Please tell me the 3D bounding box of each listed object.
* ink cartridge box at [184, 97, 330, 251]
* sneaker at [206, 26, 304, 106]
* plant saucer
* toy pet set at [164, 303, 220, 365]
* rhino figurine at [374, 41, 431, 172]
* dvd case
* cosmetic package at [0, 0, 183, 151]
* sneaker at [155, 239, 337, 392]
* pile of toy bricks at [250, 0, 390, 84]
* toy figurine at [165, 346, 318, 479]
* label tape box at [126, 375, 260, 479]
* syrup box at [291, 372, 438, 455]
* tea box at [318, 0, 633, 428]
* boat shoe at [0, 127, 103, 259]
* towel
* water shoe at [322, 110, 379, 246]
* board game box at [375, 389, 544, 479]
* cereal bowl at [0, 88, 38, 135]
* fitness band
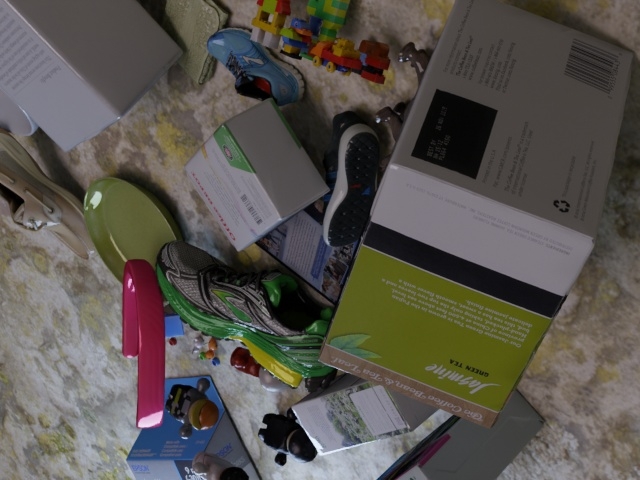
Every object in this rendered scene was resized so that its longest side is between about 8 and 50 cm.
[{"bbox_3d":[-0.095,-0.088,1.864,0.154,0.093,0.212,57,154,0],"label":"ink cartridge box"},{"bbox_3d":[-0.101,-0.240,1.845,0.162,0.073,0.063,36,138,21],"label":"sneaker"},{"bbox_3d":[-0.308,-0.007,2.251,0.241,0.037,0.241,26,134,30],"label":"plant saucer"},{"bbox_3d":[-0.246,0.168,2.292,0.122,0.065,0.114,19,129,36],"label":"toy pet set"},{"bbox_3d":[0.125,-0.137,1.692,0.106,0.073,0.243,42,141,20],"label":"rhino figurine"},{"bbox_3d":[0.000,0.000,1.957,0.253,0.022,0.180,37,139,20],"label":"dvd case"},{"bbox_3d":[-0.442,-0.362,1.925,0.453,0.161,0.230,47,151,-15],"label":"cosmetic package"},{"bbox_3d":[-0.105,0.085,2.061,0.343,0.134,0.146,29,128,17],"label":"sneaker"},{"bbox_3d":[0.010,-0.279,1.702,0.212,0.118,0.105,31,109,49],"label":"pile of toy bricks"},{"bbox_3d":[-0.124,0.295,2.142,0.148,0.209,0.213,15,127,58],"label":"toy figurine"},{"bbox_3d":[-0.235,0.422,2.431,0.240,0.106,0.334,-11,109,48],"label":"label tape box"},{"bbox_3d":[0.071,0.248,2.002,0.237,0.096,0.093,-26,96,51],"label":"syrup box"},{"bbox_3d":[0.173,-0.035,1.473,0.220,0.329,0.323,22,136,2],"label":"tea box"},{"bbox_3d":[-0.503,-0.063,2.313,0.109,0.098,0.302,-8,130,51],"label":"boat shoe"},{"bbox_3d":[-0.189,-0.306,1.924,0.110,0.027,0.148,42,139,17],"label":"towel"},{"bbox_3d":[0.039,-0.084,1.826,0.080,0.073,0.203,-117,31,-46],"label":"water shoe"},{"bbox_3d":[0.155,0.345,1.887,0.097,0.224,0.303,48,140,7],"label":"board game box"},{"bbox_3d":[-0.572,-0.323,2.165,0.339,0.141,0.339,30,165,9],"label":"cereal bowl"},{"bbox_3d":[-0.290,0.171,2.190,0.209,0.054,0.291,-120,29,-59],"label":"fitness band"}]
